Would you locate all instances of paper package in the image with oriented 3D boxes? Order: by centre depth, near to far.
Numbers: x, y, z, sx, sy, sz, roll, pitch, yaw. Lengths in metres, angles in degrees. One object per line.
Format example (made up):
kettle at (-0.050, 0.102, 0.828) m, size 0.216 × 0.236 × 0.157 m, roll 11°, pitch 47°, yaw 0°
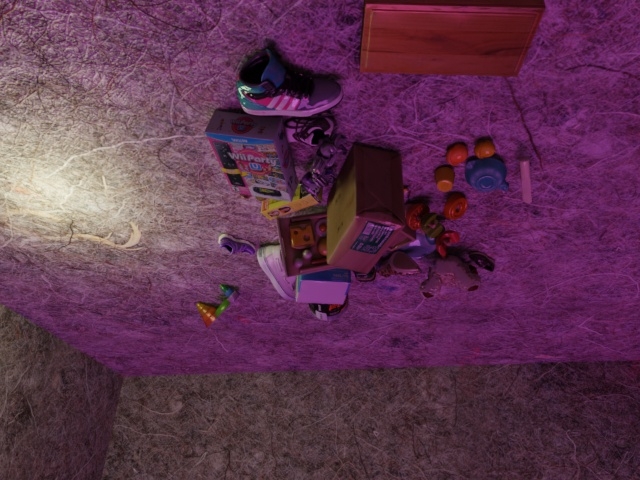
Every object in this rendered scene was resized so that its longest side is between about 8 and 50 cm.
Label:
paper package at (0.140, -0.099, 1.769) m, size 0.168 × 0.310 × 0.325 m, roll 9°, pitch 147°, yaw -13°

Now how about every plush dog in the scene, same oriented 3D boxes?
plush dog at (0.552, 0.138, 2.299) m, size 0.262 × 0.211 × 0.225 m, roll -12°, pitch 166°, yaw 17°

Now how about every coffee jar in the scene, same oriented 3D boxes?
coffee jar at (0.180, 0.114, 2.341) m, size 0.096 × 0.079 × 0.184 m, roll -3°, pitch 148°, yaw 21°

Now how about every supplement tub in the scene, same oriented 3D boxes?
supplement tub at (0.028, 0.220, 2.415) m, size 0.193 × 0.194 × 0.316 m, roll -1°, pitch 149°, yaw 5°

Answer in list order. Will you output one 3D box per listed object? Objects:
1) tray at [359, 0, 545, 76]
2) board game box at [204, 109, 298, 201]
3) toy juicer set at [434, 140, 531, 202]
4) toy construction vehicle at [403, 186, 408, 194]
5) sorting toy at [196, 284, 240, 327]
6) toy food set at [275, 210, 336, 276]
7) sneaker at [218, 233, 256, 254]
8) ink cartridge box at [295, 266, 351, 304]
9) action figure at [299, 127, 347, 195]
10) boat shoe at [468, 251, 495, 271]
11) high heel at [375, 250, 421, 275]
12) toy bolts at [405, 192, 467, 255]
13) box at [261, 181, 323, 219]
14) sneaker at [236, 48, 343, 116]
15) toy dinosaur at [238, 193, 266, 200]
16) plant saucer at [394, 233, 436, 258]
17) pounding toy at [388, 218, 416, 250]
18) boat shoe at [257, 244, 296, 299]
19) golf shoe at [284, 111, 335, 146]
tray at (0.307, -0.506, 1.314) m, size 0.410 × 0.076 × 0.203 m, roll 1°, pitch 149°, yaw 0°
board game box at (-0.206, -0.260, 1.683) m, size 0.223 × 0.098 × 0.303 m, roll 9°, pitch 150°, yaw 15°
toy juicer set at (0.549, -0.240, 1.740) m, size 0.328 × 0.090 × 0.209 m, roll 9°, pitch 136°, yaw 5°
toy construction vehicle at (0.257, -0.176, 1.908) m, size 0.098 × 0.035 × 0.086 m, roll 9°, pitch 137°, yaw -16°
sorting toy at (-0.539, 0.317, 2.731) m, size 0.126 × 0.127 × 0.365 m, roll 42°, pitch 136°, yaw -6°
toy food set at (0.000, 0.000, 1.956) m, size 0.305 × 0.220 × 0.092 m, roll -9°, pitch 175°, yaw -13°
sneaker at (-0.353, 0.033, 2.246) m, size 0.169 × 0.071 × 0.068 m, roll 20°, pitch 145°, yaw -28°
ink cartridge box at (0.008, 0.087, 2.123) m, size 0.197 × 0.270 × 0.198 m, roll 4°, pitch 149°, yaw -6°
action figure at (0.016, -0.240, 1.695) m, size 0.099 × 0.185 × 0.285 m, roll 36°, pitch 161°, yaw 2°
boat shoe at (0.700, 0.092, 2.304) m, size 0.152 × 0.049 × 0.056 m, roll 21°, pitch 145°, yaw -27°
high heel at (0.338, 0.126, 2.279) m, size 0.261 × 0.093 × 0.186 m, roll 19°, pitch 157°, yaw 38°
toy bolts at (0.430, -0.083, 2.000) m, size 0.218 × 0.158 × 0.229 m, roll -40°, pitch 134°, yaw -8°
box at (-0.102, -0.151, 1.915) m, size 0.232 × 0.088 × 0.058 m, roll -16°, pitch 142°, yaw 29°
sneaker at (-0.093, -0.428, 1.428) m, size 0.295 × 0.124 × 0.178 m, roll -2°, pitch 158°, yaw 9°
toy dinosaur at (-0.190, -0.177, 1.866) m, size 0.182 × 0.093 × 0.053 m, roll -6°, pitch 149°, yaw 14°
plant saucer at (0.398, 0.036, 2.241) m, size 0.194 × 0.038 × 0.195 m, roll 1°, pitch 149°, yaw 0°
pounding toy at (0.233, -0.046, 2.058) m, size 0.206 × 0.094 × 0.181 m, roll 29°, pitch 139°, yaw -36°
boat shoe at (-0.132, 0.136, 2.365) m, size 0.156 × 0.136 × 0.367 m, roll -12°, pitch 137°, yaw 17°
golf shoe at (-0.050, -0.324, 1.617) m, size 0.198 × 0.094 × 0.077 m, roll -16°, pitch 146°, yaw 30°
